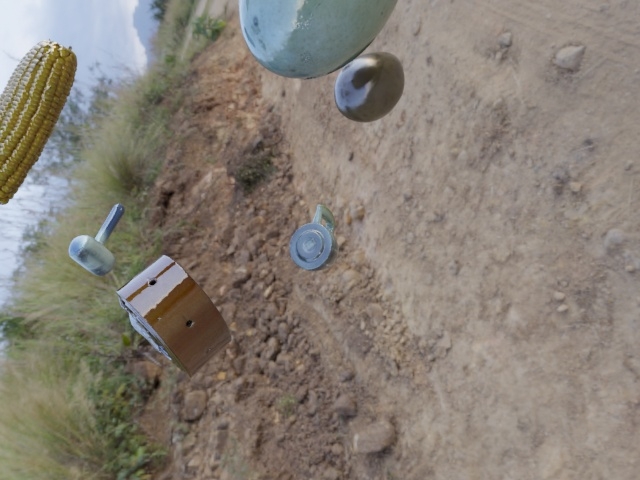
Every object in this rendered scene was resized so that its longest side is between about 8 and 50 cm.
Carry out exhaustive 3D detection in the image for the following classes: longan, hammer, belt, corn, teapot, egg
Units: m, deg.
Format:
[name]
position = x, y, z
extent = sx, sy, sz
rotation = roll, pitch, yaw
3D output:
[longan]
position = 0.070, -0.222, 0.735
extent = 0.113, 0.092, 0.113
rotation = -43, 13, 12
[hammer]
position = -0.544, -0.012, 1.286
extent = 0.116, 0.069, 0.194
rotation = 53, -138, -42
[belt]
position = -0.290, 0.157, 1.008
extent = 0.217, 0.122, 0.339
rotation = 44, 158, 8
[corn]
position = -0.506, -0.202, 0.864
extent = 0.313, 0.102, 0.102
rotation = -62, 13, -4
[teapot]
position = 0.006, 0.006, 1.016
extent = 0.124, 0.092, 0.091
rotation = -54, -26, 3
[egg]
position = 0.003, -0.292, 0.581
extent = 0.236, 0.169, 0.169
rotation = -54, 11, -7
